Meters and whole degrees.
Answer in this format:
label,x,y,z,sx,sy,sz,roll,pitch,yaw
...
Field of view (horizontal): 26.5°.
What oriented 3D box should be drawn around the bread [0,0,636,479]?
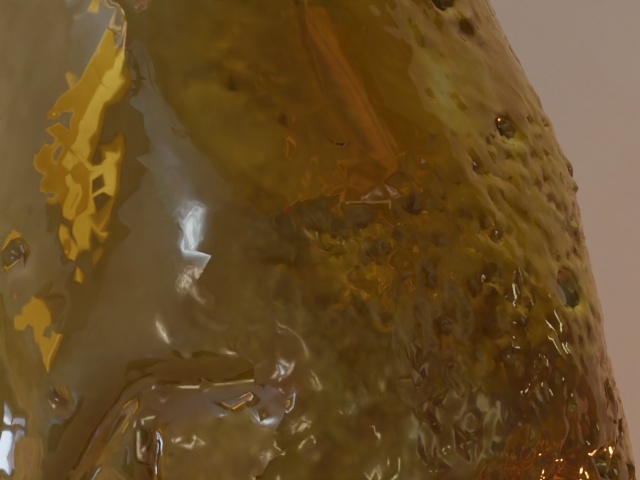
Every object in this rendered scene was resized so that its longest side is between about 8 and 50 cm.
label,x,y,z,sx,sy,sz,roll,pitch,yaw
bread,0.000,0.000,0.657,0.361,0.394,0.250,2,-32,-44
